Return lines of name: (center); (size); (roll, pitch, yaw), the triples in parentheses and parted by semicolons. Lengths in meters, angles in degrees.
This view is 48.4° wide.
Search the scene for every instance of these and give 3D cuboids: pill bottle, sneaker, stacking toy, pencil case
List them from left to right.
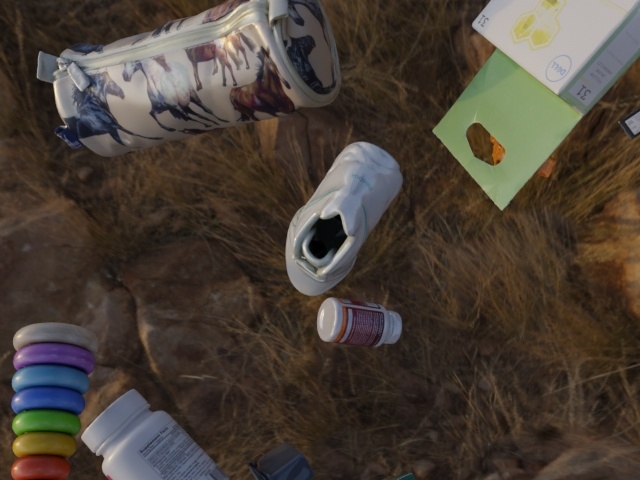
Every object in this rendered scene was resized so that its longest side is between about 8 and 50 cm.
stacking toy: (-0.449, 0.308, 1.162); (0.141, 0.141, 0.330); (-8, 62, 11)
pill bottle: (-0.314, 0.434, 1.375); (0.283, 0.160, 0.160); (45, 88, 5)
pencil case: (-0.168, -0.217, 0.917); (0.410, 0.183, 0.160); (-7, 80, 32)
sneaker: (0.000, 0.000, 0.463); (0.053, 0.152, 0.061); (33, 55, 4)
pill bottle: (0.077, 0.160, 1.374); (0.152, 0.086, 0.086); (11, 73, -26)

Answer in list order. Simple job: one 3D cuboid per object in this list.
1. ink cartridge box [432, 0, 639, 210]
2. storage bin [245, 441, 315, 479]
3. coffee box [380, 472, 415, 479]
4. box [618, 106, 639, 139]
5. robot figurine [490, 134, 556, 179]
ink cartridge box: (0.205, -0.172, 0.708); (0.235, 0.056, 0.171); (-50, 38, 20)
storage bin: (-0.079, 0.451, 1.408); (0.091, 0.135, 0.098); (-35, 101, -21)
coffee box: (0.162, 0.508, 1.258); (0.040, 0.113, 0.184); (-16, 76, -22)
box: (0.277, -0.111, 0.559); (0.083, 0.067, 0.018); (-36, 83, 24)
robot figurine: (0.280, -0.198, 0.908); (0.085, 0.291, 0.211); (22, 123, 6)
